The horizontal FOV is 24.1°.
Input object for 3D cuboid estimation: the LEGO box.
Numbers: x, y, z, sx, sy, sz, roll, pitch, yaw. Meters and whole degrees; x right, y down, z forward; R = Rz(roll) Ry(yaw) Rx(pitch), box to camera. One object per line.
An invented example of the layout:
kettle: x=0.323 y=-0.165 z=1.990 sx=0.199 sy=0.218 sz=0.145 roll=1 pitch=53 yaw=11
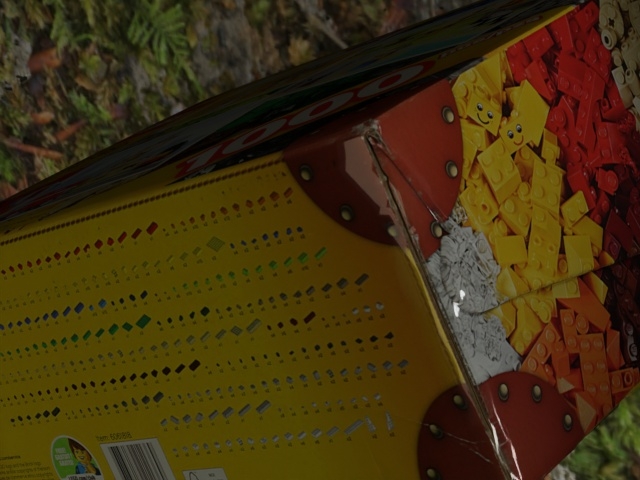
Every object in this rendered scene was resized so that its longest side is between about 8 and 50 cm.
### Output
LEGO box: x=0.000 y=0.000 z=0.948 sx=0.500 sy=0.372 sz=0.193 roll=-13 pitch=104 yaw=45
